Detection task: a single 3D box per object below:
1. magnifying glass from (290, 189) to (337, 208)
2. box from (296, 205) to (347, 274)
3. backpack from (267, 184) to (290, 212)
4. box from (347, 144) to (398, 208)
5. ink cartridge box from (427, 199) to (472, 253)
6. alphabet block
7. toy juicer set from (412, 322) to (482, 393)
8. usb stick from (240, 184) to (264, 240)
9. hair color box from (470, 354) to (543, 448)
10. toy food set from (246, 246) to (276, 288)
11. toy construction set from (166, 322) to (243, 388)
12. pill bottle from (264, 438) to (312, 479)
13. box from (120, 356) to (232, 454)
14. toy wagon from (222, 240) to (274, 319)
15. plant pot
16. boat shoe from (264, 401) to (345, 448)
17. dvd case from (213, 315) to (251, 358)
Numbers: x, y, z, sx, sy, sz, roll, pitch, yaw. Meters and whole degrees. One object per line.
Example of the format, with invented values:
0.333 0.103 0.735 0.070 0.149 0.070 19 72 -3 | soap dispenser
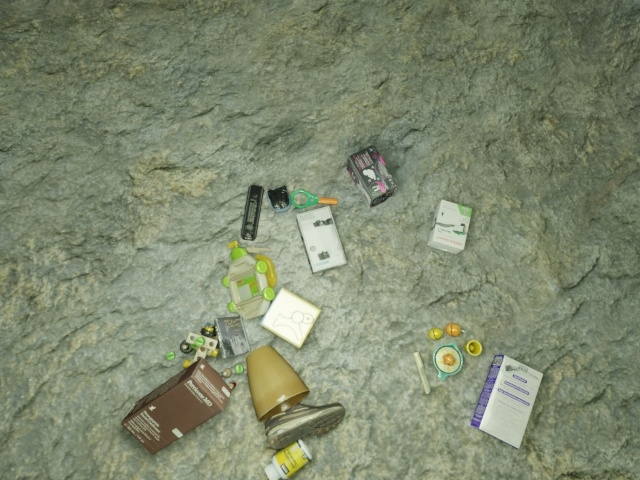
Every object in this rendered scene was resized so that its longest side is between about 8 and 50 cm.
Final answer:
-0.033 -0.199 2.034 0.231 0.026 0.092 3 75 -1 | magnifying glass
0.000 0.000 1.950 0.169 0.087 0.290 -14 77 -7 | box
-0.196 -0.190 1.988 0.105 0.084 0.114 -16 72 -7 | backpack
0.245 -0.305 2.007 0.142 0.163 0.247 -26 78 -6 | box
0.627 -0.064 2.005 0.160 0.092 0.219 16 74 1 | ink cartridge box
-0.129 0.341 1.799 0.197 0.193 0.192 30 77 4 | alphabet block
0.545 0.505 1.853 0.329 0.089 0.209 -35 80 -11 | toy juicer set
-0.327 -0.136 1.986 0.077 0.045 0.278 9 75 -9 | usb stick
0.817 0.698 1.812 0.185 0.110 0.339 26 77 4 | hair color box
-0.282 0.141 1.911 0.128 0.071 0.218 -4 76 -30 | toy food set
-0.462 0.494 1.713 0.309 0.237 0.257 43 77 7 | toy construction set
-0.133 0.907 1.696 0.184 0.103 0.103 -34 80 -12 | pill bottle
-0.562 0.653 1.624 0.381 0.143 0.191 -36 102 11 | box
-0.326 0.167 1.809 0.068 0.267 0.344 -4 75 -50 | toy wagon
-0.205 0.580 1.733 0.237 0.237 0.254 -27 63 -10 | plant pot
-0.066 0.734 1.720 0.355 0.132 0.130 -6 30 -27 | boat shoe
-0.371 0.405 1.756 0.018 0.221 0.164 -21 77 13 | dvd case
